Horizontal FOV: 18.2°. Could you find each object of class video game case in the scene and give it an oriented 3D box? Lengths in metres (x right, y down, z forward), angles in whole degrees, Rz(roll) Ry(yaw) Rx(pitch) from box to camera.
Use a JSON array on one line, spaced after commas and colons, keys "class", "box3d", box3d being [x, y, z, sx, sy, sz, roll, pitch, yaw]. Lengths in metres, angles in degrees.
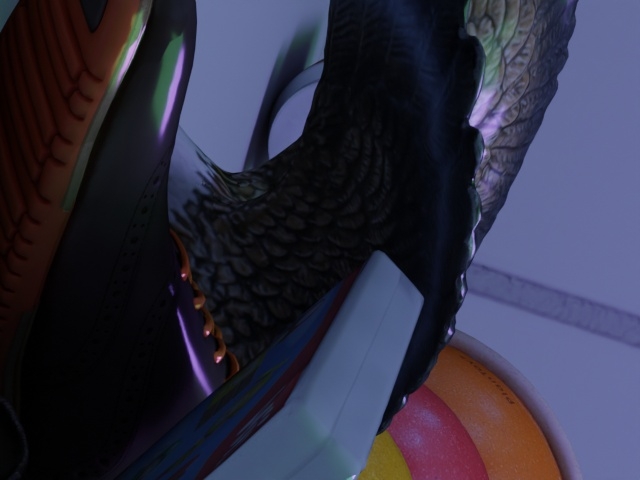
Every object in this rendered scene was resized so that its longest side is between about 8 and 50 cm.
[{"class": "video game case", "box3d": [-0.090, 0.118, 0.555, 0.285, 0.025, 0.204, -41, -178, 11]}]

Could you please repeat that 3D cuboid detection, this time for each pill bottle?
[{"class": "pill bottle", "box3d": [0.024, -0.084, 1.546, 0.221, 0.121, 0.121, -52, 159, -79]}]

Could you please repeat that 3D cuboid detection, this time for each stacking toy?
[{"class": "stacking toy", "box3d": [-0.034, 0.191, 1.338, 0.480, 0.350, 0.351, 29, 79, -67]}]

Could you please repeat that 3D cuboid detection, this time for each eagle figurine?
[{"class": "eagle figurine", "box3d": [-0.007, -0.005, 0.785, 0.225, 0.298, 0.226, 28, 38, -49]}]

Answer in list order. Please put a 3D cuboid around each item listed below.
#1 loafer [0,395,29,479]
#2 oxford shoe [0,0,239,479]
[{"class": "loafer", "box3d": [-0.118, 0.056, 0.495, 0.220, 0.080, 0.078, -44, 152, -81]}, {"class": "oxford shoe", "box3d": [-0.071, 0.017, 0.654, 0.097, 0.098, 0.271, -107, -151, -46]}]
